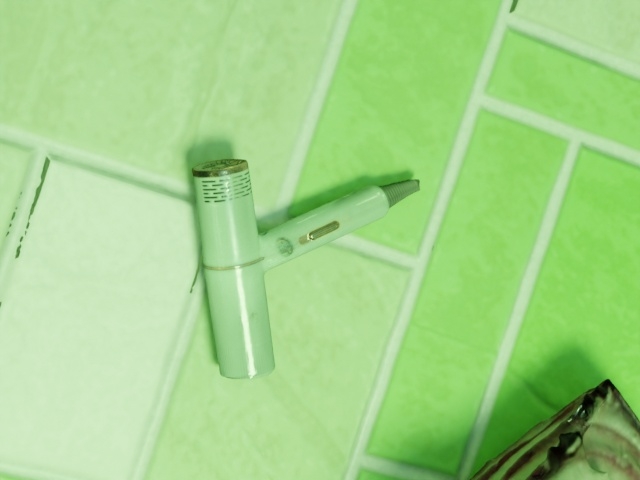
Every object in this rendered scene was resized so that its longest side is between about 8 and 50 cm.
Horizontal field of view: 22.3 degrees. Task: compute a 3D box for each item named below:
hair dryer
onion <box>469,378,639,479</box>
[{"bbox_3d":[0.002,0.007,1.175,0.183,0.044,0.154,-11,105,-23],"label":"hair dryer"},{"bbox_3d":[0.174,0.291,1.217,0.314,0.146,0.280,-44,111,-46],"label":"onion"}]
